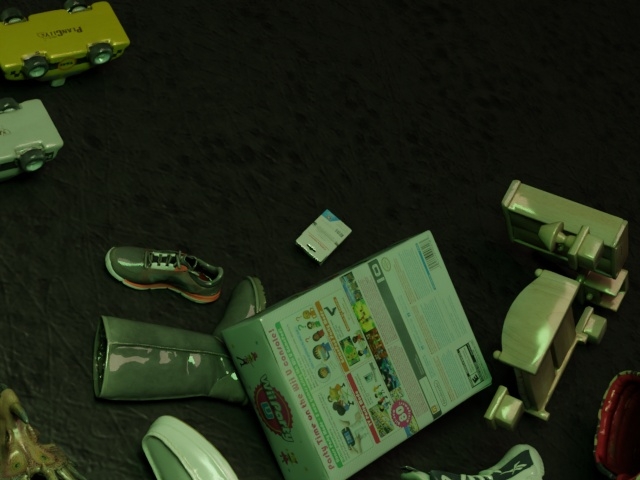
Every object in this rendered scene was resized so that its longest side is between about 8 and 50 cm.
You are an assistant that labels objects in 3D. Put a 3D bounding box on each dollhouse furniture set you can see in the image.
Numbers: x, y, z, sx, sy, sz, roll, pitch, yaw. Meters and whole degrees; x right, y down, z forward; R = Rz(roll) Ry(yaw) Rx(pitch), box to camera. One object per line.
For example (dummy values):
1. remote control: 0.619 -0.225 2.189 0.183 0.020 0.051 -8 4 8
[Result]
1. dollhouse furniture set: 0.276 0.119 1.777 0.174 0.303 0.355 22 71 24

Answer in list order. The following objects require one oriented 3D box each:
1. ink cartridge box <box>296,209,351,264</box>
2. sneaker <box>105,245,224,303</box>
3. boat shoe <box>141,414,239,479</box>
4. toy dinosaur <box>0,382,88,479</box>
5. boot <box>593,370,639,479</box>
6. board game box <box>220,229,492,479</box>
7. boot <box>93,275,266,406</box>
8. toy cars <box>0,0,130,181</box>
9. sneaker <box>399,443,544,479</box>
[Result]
1. ink cartridge box: 0.000 0.000 1.786 0.048 0.028 0.083 41 48 5
2. sneaker: -0.195 0.030 1.641 0.158 0.065 0.061 14 52 -18
3. boat shoe: -0.129 0.326 1.437 0.096 0.098 0.277 -28 75 -37
4. toy dinosaur: -0.253 0.300 1.325 0.295 0.200 0.127 33 48 -3
5. boot: 0.499 0.361 1.667 0.284 0.138 0.377 32 43 -23
6. board game box: 0.053 0.148 1.611 0.303 0.097 0.224 -25 94 -38
7. boot: -0.174 0.118 1.586 0.208 0.076 0.190 8 59 -15
8. toy cars: -0.398 -0.185 1.686 0.176 0.087 0.394 25 52 -2
9. sneaker: 0.177 0.310 1.607 0.153 0.094 0.235 43 59 -4
